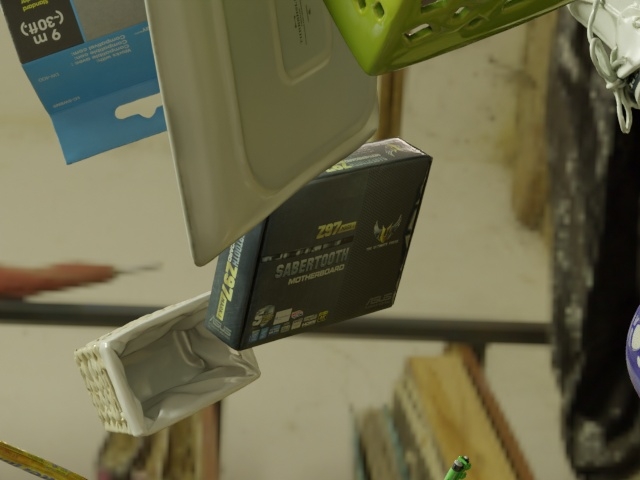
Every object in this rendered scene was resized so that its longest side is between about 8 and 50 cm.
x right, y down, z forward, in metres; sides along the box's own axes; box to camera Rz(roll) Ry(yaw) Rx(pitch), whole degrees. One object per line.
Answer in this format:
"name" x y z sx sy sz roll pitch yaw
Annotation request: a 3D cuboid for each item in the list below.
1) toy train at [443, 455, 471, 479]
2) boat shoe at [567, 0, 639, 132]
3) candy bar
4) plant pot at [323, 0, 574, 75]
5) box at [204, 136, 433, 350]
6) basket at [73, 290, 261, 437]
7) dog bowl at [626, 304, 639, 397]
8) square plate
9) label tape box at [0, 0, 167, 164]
"toy train" 0.131 0.258 1.635 0.017 0.024 0.083 40 117 33
"boat shoe" 0.371 -0.194 1.747 0.367 0.156 0.136 37 173 42
"candy bar" -0.306 0.226 1.620 0.040 0.161 0.018 -22 43 65
"plant pot" 0.103 -0.284 1.154 0.228 0.227 0.207 65 165 9
"box" 0.000 0.000 1.589 0.059 0.233 0.183 33 121 36
"basket" -0.171 0.135 1.730 0.103 0.167 0.113 -15 98 56
"dog bowl" 0.504 0.138 1.875 0.104 0.265 0.264 -111 23 -61
"square plate" -0.035 -0.197 1.357 0.344 0.049 0.347 -39 -53 -55
"label tape box" -0.256 -0.291 1.899 0.106 0.241 0.333 85 166 -85
